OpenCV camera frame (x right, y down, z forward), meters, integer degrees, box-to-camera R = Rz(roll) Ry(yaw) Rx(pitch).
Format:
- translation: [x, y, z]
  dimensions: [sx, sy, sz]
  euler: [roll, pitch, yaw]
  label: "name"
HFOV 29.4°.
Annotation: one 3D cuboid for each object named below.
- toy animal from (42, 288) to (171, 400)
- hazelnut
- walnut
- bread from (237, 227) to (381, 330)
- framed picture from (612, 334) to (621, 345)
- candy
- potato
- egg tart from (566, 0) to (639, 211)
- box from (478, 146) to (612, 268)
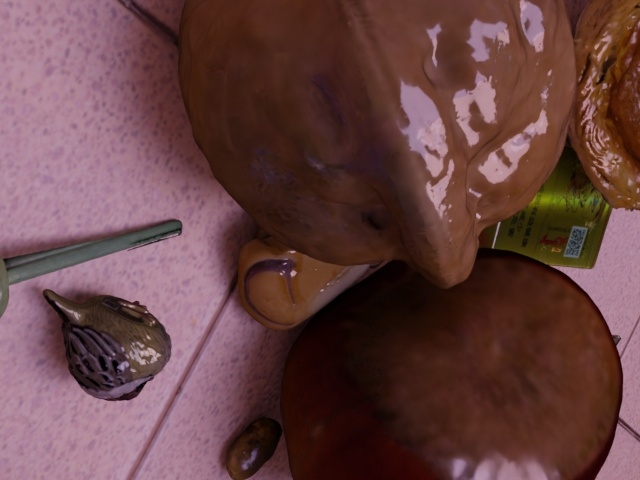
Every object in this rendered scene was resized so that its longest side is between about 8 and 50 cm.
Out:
- translation: [-0.206, 0.098, 1.126]
  dimensions: [0.137, 0.098, 0.098]
  euler: [20, 92, -30]
  label: "toy animal"
- translation: [0.139, 0.184, 1.397]
  dimensions: [0.409, 0.359, 0.359]
  euler: [-29, 128, -41]
  label: "hazelnut"
- translation: [0.063, -0.146, 1.123]
  dimensions: [0.383, 0.384, 0.383]
  euler: [-26, 126, -41]
  label: "walnut"
- translation: [0.000, 0.000, 1.327]
  dimensions: [0.225, 0.081, 0.134]
  euler: [-37, 137, -37]
  label: "bread"
- translation: [0.247, 0.205, 1.628]
  dimensions: [0.274, 0.217, 0.017]
  euler: [-49, 121, -26]
  label: "framed picture"
- translation: [-0.233, 0.016, 1.073]
  dimensions: [0.335, 0.093, 0.092]
  euler: [-20, 142, -55]
  label: "candy"
- translation: [-0.075, 0.236, 1.385]
  dimensions: [0.083, 0.040, 0.051]
  euler: [-50, 134, -24]
  label: "potato"
- translation: [0.427, -0.207, 1.666]
  dimensions: [0.352, 0.150, 0.352]
  euler: [-6, 99, -38]
  label: "egg tart"
- translation: [0.325, -0.050, 1.724]
  dimensions: [0.311, 0.043, 0.173]
  euler: [4, 104, -51]
  label: "box"
